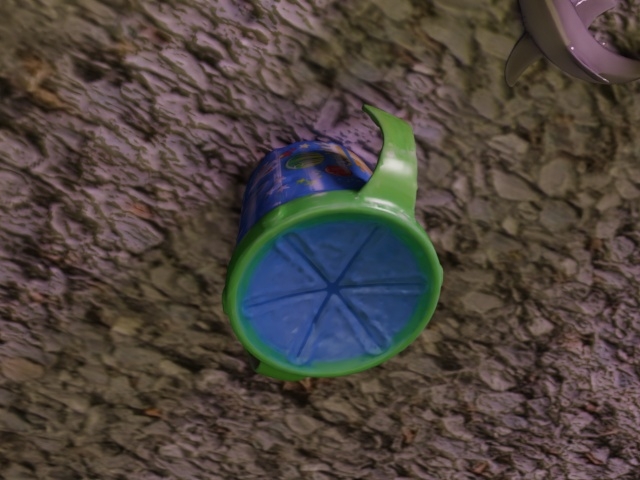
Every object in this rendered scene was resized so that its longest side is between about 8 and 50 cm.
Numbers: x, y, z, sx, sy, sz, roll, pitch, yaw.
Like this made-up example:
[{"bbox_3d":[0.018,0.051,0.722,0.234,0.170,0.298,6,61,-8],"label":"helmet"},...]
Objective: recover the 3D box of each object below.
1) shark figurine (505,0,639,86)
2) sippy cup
[{"bbox_3d":[0.334,-0.212,0.919,0.278,0.116,0.166,14,121,-16],"label":"shark figurine"},{"bbox_3d":[0.000,0.000,0.930,0.305,0.224,0.240,-27,124,9],"label":"sippy cup"}]
